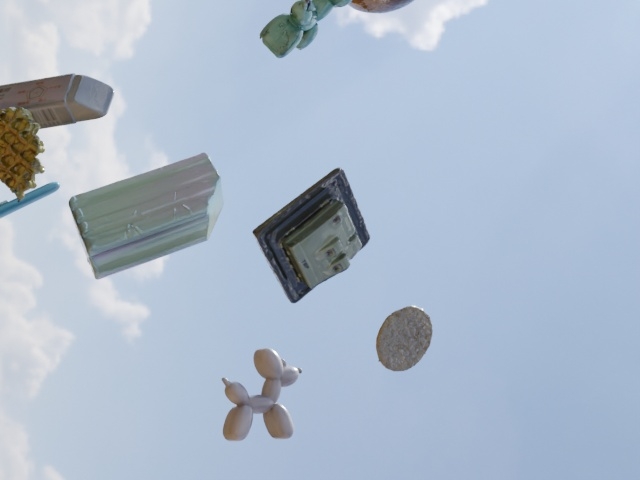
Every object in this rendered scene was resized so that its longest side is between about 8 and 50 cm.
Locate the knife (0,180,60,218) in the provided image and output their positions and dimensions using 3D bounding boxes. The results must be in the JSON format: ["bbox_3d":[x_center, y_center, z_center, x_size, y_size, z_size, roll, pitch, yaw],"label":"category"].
[{"bbox_3d":[-0.665,-0.079,2.187,0.031,0.222,0.064,60,-30,0],"label":"knife"}]

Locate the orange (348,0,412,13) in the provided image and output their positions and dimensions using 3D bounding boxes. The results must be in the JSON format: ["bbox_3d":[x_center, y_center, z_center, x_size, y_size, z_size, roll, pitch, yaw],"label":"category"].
[{"bbox_3d":[0.117,-0.493,1.697,0.240,0.171,0.240,-45,-152,31],"label":"orange"}]

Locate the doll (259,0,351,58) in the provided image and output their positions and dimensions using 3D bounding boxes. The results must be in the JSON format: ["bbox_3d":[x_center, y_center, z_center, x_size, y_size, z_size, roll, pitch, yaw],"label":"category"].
[{"bbox_3d":[-0.008,-0.355,1.551,0.059,0.159,0.158,49,-56,1],"label":"doll"}]

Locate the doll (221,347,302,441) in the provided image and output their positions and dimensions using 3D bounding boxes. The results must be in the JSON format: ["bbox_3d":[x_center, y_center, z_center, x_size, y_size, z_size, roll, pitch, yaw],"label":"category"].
[{"bbox_3d":[-0.099,0.267,1.755,0.059,0.161,0.160,-18,-107,55],"label":"doll"}]

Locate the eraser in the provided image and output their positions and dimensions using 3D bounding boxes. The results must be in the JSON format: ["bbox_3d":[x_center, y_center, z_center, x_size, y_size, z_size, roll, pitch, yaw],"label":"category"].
[{"bbox_3d":[-0.553,-0.244,1.843,0.061,0.352,0.089,70,19,-45],"label":"eraser"}]

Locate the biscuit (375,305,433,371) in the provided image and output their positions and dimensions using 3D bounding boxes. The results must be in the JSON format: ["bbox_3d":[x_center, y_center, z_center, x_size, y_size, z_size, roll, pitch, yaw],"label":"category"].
[{"bbox_3d":[0.179,0.210,2.159,0.020,0.152,0.152,27,-65,56],"label":"biscuit"}]

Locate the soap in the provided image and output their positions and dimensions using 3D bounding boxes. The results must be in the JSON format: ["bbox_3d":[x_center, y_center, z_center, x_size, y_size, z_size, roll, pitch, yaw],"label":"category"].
[{"bbox_3d":[-0.323,-0.050,1.937,0.173,0.290,0.095,-124,-161,-44],"label":"soap"}]

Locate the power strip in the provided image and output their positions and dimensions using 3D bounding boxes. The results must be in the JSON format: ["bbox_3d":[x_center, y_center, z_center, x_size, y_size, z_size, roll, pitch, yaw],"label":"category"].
[{"bbox_3d":[-0.001,0.002,2.255,0.092,0.251,0.257,46,-13,44],"label":"power strip"}]

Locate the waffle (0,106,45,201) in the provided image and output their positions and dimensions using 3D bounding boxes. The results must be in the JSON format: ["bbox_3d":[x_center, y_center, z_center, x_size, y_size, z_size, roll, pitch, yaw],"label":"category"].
[{"bbox_3d":[-0.549,-0.151,1.725,0.046,0.161,0.191,46,26,-68],"label":"waffle"}]
